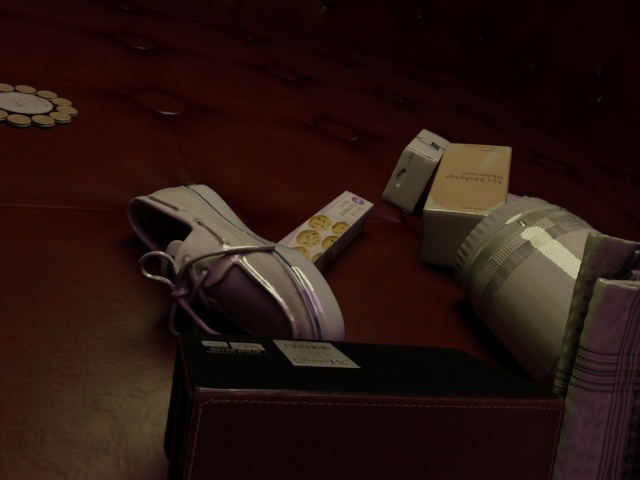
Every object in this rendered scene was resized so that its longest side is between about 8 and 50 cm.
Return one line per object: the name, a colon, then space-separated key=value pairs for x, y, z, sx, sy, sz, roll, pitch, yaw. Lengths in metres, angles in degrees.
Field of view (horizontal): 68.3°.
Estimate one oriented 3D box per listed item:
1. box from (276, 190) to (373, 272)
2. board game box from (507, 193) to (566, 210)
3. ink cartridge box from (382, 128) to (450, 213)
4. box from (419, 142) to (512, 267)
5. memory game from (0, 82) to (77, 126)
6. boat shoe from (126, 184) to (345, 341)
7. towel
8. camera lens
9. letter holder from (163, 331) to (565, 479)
box: x=0.000 y=0.000 z=0.778 sx=0.067 sy=0.063 sz=0.324 roll=30 pitch=31 yaw=13
board game box: x=0.490 y=-0.008 z=1.086 sx=0.318 sy=0.066 sz=0.318 roll=14 pitch=31 yaw=-11
ink cartridge box: x=0.225 y=-0.165 z=1.104 sx=0.082 sy=0.140 sz=0.191 roll=28 pitch=32 yaw=8
box: x=0.300 y=-0.079 z=0.952 sx=0.148 sy=0.121 sz=0.311 roll=7 pitch=35 yaw=18
memory game: x=-0.566 y=-0.257 z=0.895 sx=0.186 sy=0.012 sz=0.186 roll=15 pitch=30 yaw=-9
boat shoe: x=-0.139 y=0.036 z=0.569 sx=0.156 sy=0.136 sz=0.367 roll=-11 pitch=40 yaw=-42
towel: x=0.388 y=0.164 z=0.525 sx=0.312 sy=0.324 sz=0.056 roll=9 pitch=3 yaw=-19
camera lens: x=0.360 y=0.090 z=0.700 sx=0.219 sy=0.219 sz=0.274 roll=1 pitch=35 yaw=-30
letter holder: x=0.023 y=0.209 z=0.405 sx=0.302 sy=0.214 sz=0.152 roll=8 pitch=1 yaw=-20
